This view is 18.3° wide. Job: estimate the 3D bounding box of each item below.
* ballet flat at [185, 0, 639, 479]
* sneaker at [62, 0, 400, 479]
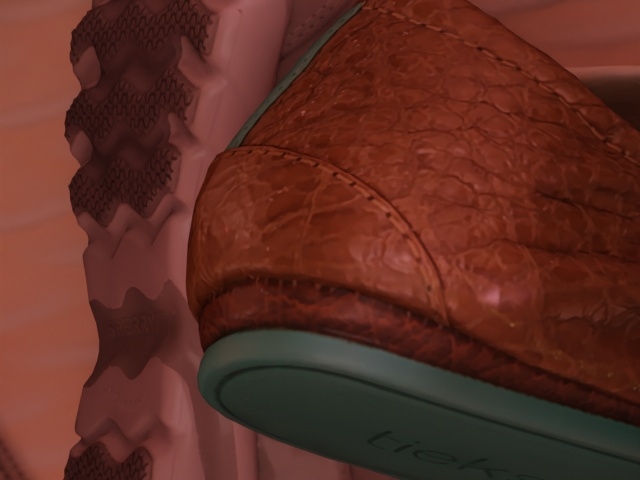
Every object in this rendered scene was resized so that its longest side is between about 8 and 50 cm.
[{"bbox_3d":[0.132,0.036,0.464,0.342,0.116,0.124,25,67,-16],"label":"ballet flat"},{"bbox_3d":[0.000,0.000,0.515,0.115,0.105,0.281,2,100,-25],"label":"sneaker"}]
